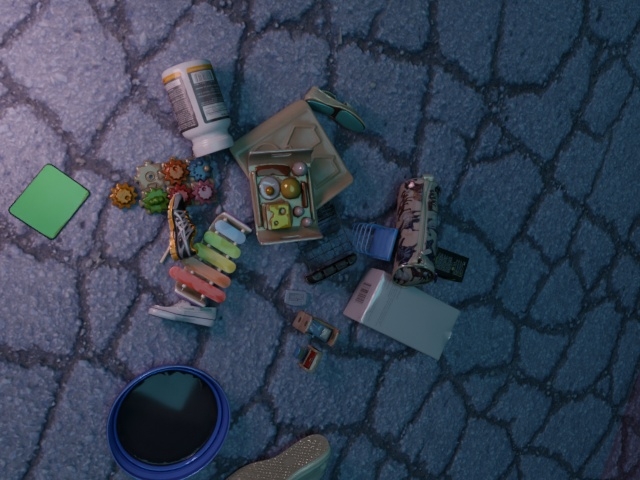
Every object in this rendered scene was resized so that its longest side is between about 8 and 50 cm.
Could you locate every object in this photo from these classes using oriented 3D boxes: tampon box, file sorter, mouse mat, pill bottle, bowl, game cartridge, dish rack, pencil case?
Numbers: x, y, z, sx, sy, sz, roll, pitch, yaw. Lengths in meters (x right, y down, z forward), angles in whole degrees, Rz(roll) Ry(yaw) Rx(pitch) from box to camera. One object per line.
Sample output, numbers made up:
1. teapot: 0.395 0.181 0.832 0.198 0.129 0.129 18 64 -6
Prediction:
1. tampon box: 0.470 0.089 2.098 0.161 0.120 0.101 19 86 -22
2. file sorter: 0.186 -0.001 1.953 0.104 0.170 0.118 17 88 -18
3. mouse mat: -0.817 -0.118 1.626 0.152 0.007 0.190 39 79 -20
4. pill bottle: -0.378 -0.413 1.696 0.162 0.162 0.278 -22 103 -19
5. bowl: -0.497 0.595 1.774 0.391 0.077 0.391 -2 95 -22
6. game cartridge: -0.090 0.207 1.940 0.083 0.017 0.056 9 88 -22
7. dish rack: 0.000 0.000 1.923 0.208 0.074 0.271 -25 91 -20
8. pencil case: 0.351 -0.038 1.941 0.160 0.183 0.410 17 60 -14

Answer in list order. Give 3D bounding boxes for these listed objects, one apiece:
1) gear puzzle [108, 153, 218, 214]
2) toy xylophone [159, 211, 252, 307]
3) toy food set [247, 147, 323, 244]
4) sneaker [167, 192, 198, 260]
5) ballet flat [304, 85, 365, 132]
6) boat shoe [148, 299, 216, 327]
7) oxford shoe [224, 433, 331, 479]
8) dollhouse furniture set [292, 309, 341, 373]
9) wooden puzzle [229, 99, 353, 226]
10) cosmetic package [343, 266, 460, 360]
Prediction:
1. gear puzzle: -0.503 -0.176 1.726 0.339 0.044 0.175 -13 99 -21
2. toy xylophone: -0.383 0.049 1.773 0.236 0.081 0.323 25 85 -21
3. toy food set: -0.111 -0.146 1.775 0.219 0.092 0.306 -7 92 -19
4. sneaker: -0.433 -0.044 1.701 0.083 0.084 0.215 -4 90 -2
5. ballet flat: 0.060 -0.473 1.917 0.248 0.086 0.086 24 85 -21
6. boat shoe: -0.450 0.230 1.771 0.226 0.083 0.076 18 76 -34
7. oxford shoe: -0.156 0.845 1.897 0.449 0.169 0.130 -21 124 -20
8. dollhouse furniture set: -0.040 0.366 1.911 0.129 0.129 0.184 29 83 -21
9. wooden puzzle: -0.099 -0.262 1.869 0.322 0.080 0.348 -37 101 -15
10. cosmetic package: 0.311 0.275 2.034 0.385 0.156 0.217 30 83 -22
